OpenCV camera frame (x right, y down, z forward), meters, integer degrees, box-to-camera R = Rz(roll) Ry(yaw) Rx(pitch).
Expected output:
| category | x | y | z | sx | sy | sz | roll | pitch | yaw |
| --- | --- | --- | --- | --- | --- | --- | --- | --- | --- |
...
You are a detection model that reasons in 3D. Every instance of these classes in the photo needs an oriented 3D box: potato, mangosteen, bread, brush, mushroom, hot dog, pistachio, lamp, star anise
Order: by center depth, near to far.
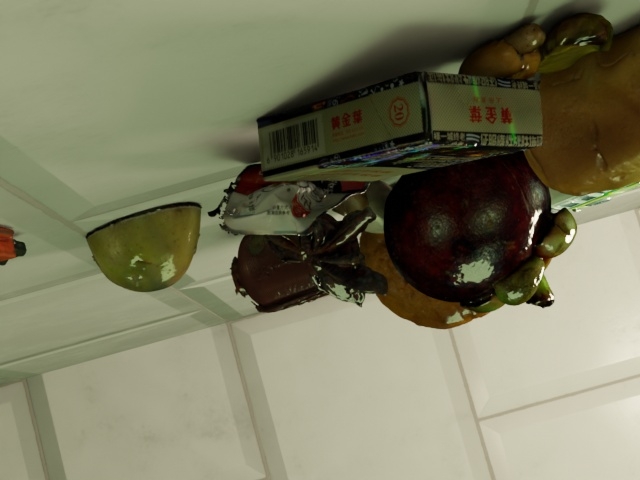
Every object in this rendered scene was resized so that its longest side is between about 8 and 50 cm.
| category | x | y | z | sx | sy | sz | roll | pitch | yaw |
| --- | --- | --- | --- | --- | --- | --- | --- | --- | --- |
| hot dog | 0.220 | -0.219 | 1.460 | 0.090 | 0.060 | 0.140 | -14 | -179 | -19 |
| pistachio | 0.309 | -0.246 | 1.466 | 0.089 | 0.049 | 0.173 | -8 | 177 | -7 |
| bread | 0.421 | -0.183 | 1.603 | 0.149 | 0.195 | 0.344 | -15 | 171 | -47 |
| brush | -0.487 | 0.001 | 1.646 | 0.070 | 0.051 | 0.323 | -10 | 175 | 7 |
| potato | -0.271 | 0.022 | 1.944 | 0.202 | 0.117 | 0.182 | -18 | 168 | 18 |
| mangosteen | 0.251 | -0.017 | 1.969 | 0.300 | 0.300 | 0.300 | -15 | 171 | -2 |
| star anise | -0.002 | 0.000 | 1.969 | 0.283 | 0.129 | 0.212 | 25 | 161 | 14 |
| mushroom | 0.082 | -0.061 | 2.070 | 0.088 | 0.097 | 0.212 | -35 | 157 | 18 |
| lamp | -0.044 | 0.040 | 2.231 | 0.258 | 0.180 | 0.180 | -18 | 171 | 23 |
| bread | 0.229 | 0.015 | 2.266 | 0.312 | 0.312 | 0.172 | -21 | -174 | 33 |

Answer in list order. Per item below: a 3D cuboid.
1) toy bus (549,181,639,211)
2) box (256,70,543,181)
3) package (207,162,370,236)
| category | x | y | z | sx | sy | sz | roll | pitch | yaw |
| --- | --- | --- | --- | --- | --- | --- | --- | --- | --- |
| toy bus | 0.519 | -0.145 | 2.187 | 0.165 | 0.133 | 0.276 | -8 | 169 | -41 |
| box | 0.089 | -0.131 | 1.467 | 0.198 | 0.084 | 0.310 | -2 | 176 | -40 |
| package | -0.039 | -0.059 | 1.620 | 0.194 | 0.071 | 0.269 | 9 | -162 | 8 |
